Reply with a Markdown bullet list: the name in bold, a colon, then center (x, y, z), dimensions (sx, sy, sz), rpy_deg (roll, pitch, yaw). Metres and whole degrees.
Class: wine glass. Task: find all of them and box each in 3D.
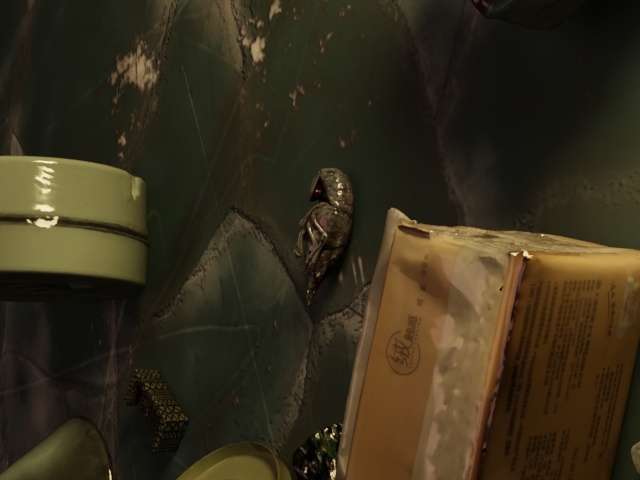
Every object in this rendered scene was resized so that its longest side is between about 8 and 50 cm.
- **wine glass**: center (-0.537, 0.406, 1.712), dimensions (0.267, 0.406, 0.267), rpy_deg (-3, 87, 52)

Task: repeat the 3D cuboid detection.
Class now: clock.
- **clock**: center (-0.133, 0.335, 1.360), dimensions (0.235, 0.029, 0.235), rpy_deg (-31, 28, 18)

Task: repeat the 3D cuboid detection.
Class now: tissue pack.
- **tissue pack**: center (0.116, 0.135, 0.975), dimensions (0.238, 0.238, 0.306), rpy_deg (21, 104, 53)

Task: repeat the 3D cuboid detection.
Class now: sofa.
- **sofa**: center (-0.230, 0.236, 1.611), dimensions (0.118, 0.039, 0.060), rpy_deg (48, 125, 45)

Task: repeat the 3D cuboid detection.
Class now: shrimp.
- **shrimp**: center (0.000, 0.000, 1.308), dimensions (0.065, 0.056, 0.165), rpy_deg (23, 96, 37)

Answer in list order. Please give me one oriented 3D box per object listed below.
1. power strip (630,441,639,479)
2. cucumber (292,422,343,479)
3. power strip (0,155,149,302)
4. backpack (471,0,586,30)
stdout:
- **power strip**: center (0.318, 0.138, 0.878), dimensions (0.253, 0.027, 0.060), rpy_deg (-49, 51, 40)
- **cucumber**: center (0.063, 0.352, 1.135), dimensions (0.096, 0.096, 0.359), rpy_deg (-53, 44, 37)
- **power strip**: center (-0.421, -0.004, 1.640), dimensions (0.357, 0.357, 0.162), rpy_deg (-13, 75, 53)
- **backpack**: center (0.205, -0.366, 0.942), dimensions (0.317, 0.197, 0.283), rpy_deg (-46, 58, 42)
